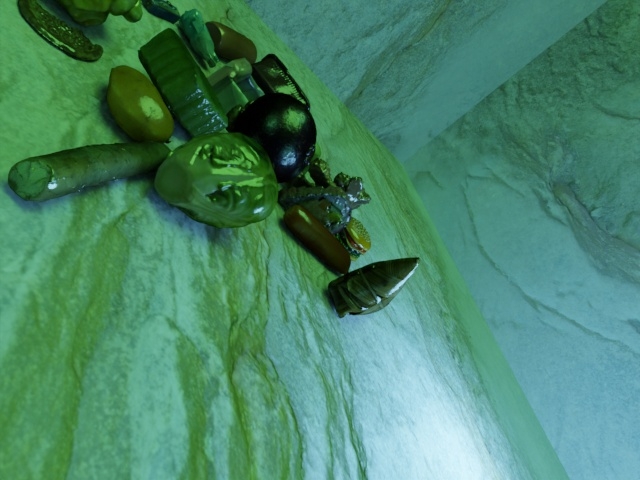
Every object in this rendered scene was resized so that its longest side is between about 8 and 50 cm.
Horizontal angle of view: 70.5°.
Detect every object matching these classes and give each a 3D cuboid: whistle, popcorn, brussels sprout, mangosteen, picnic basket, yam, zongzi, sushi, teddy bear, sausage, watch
[{"bbox_3d":[-0.453,-0.757,1.684,0.274,0.093,0.186,63,-3,18],"label":"whistle"},{"bbox_3d":[-0.562,-0.700,1.119,0.312,0.312,0.312,42,23,-23],"label":"popcorn"},{"bbox_3d":[-0.227,-0.135,1.012,0.271,0.210,0.219,-6,85,-56],"label":"brussels sprout"},{"bbox_3d":[-0.151,-0.313,1.371,0.288,0.288,0.288,42,23,-23],"label":"mangosteen"},{"bbox_3d":[-0.199,-0.561,1.771,0.129,0.222,0.297,-30,82,-46],"label":"picnic basket"},{"bbox_3d":[-0.401,-0.142,0.844,0.083,0.083,0.371,50,19,-6],"label":"yam"},{"bbox_3d":[0.202,0.120,1.349,0.286,0.288,0.134,4,58,-62],"label":"zongzi"},{"bbox_3d":[-0.017,-0.096,1.483,0.107,0.241,0.161,-87,174,-62],"label":"sushi"},{"bbox_3d":[0.043,-0.198,1.621,0.296,0.246,0.222,55,43,-29],"label":"teddy bear"},{"bbox_3d":[-0.371,-0.815,1.894,0.121,0.121,0.304,55,23,8],"label":"sausage"},{"bbox_3d":[-0.269,-0.489,1.588,0.241,0.161,0.253,59,21,-17],"label":"watch"},{"bbox_3d":[0.000,0.000,1.412,0.300,0.083,0.089,42,12,-27],"label":"sausage"}]

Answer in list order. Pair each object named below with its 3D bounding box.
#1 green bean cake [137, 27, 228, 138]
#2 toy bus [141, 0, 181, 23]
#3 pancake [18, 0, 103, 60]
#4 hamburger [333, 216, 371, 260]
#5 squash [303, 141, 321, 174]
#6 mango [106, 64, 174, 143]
[{"bbox_3d":[-0.364,-0.409,1.203,0.248,0.125,0.222,61,1,21],"label":"green bean cake"},{"bbox_3d":[-0.567,-0.829,1.619,0.061,0.051,0.153,59,22,3],"label":"toy bus"},{"bbox_3d":[-0.604,-0.497,1.066,0.184,0.020,0.190,59,22,19],"label":"pancake"},{"bbox_3d":[0.105,-0.007,1.589,0.162,0.115,0.162,43,24,-25],"label":"hamburger"},{"bbox_3d":[-0.080,-0.344,1.756,0.170,0.123,0.170,43,28,-30],"label":"squash"},{"bbox_3d":[-0.417,-0.316,1.033,0.227,0.109,0.147,58,22,18],"label":"mango"}]
